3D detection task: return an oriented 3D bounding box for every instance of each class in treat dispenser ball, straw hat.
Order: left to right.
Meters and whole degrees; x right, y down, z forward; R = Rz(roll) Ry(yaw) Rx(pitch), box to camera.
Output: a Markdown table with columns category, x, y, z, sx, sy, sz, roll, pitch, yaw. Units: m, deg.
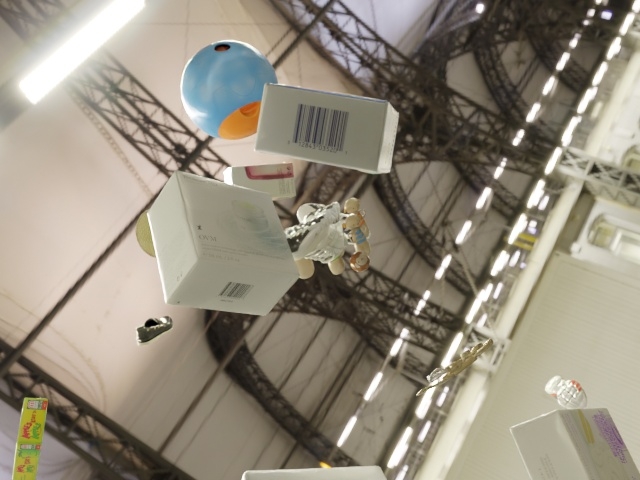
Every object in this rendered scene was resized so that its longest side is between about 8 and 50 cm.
| category | x | y | z | sx | sy | sz | roll | pitch | yaw |
| --- | --- | --- | --- | --- | --- | --- | --- | --- | --- |
| straw hat | -0.399 | -0.025 | 1.713 | 0.144 | 0.061 | 0.145 | 9 | -103 | -42 |
| treat dispenser ball | -0.267 | -0.443 | 1.956 | 0.288 | 0.288 | 0.288 | -46 | -32 | -39 |

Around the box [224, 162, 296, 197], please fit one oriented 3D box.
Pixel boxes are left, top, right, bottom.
| category | x | y | z | sx | sy | sz | roll | pitch | yaw |
| --- | --- | --- | --- | --- | --- | --- | --- | --- | --- |
| box | -0.223 | -0.209 | 2.421 | 0.232 | 0.148 | 0.127 | -6 | -89 | -19 |

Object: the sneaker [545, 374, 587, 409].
| category | x | y | z | sx | sy | sz | roll | pitch | yaw |
| --- | --- | --- | --- | --- | --- | --- | --- | --- | --- |
| sneaker | 0.550 | 0.342 | 1.440 | 0.061 | 0.065 | 0.158 | -46 | 5 | 4 |

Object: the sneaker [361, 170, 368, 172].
| category | x | y | z | sx | sy | sz | roll | pitch | yaw |
| --- | --- | --- | --- | --- | --- | --- | --- | --- | --- |
| sneaker | 0.059 | -0.261 | 1.721 | 0.108 | 0.302 | 0.121 | -53 | -26 | 11 |

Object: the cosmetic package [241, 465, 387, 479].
| category | x | y | z | sx | sy | sz | roll | pitch | yaw |
| --- | --- | --- | --- | --- | --- | --- | --- | --- | --- |
| cosmetic package | 0.010 | 0.706 | 1.303 | 0.327 | 0.394 | 0.330 | 5 | -68 | -22 |

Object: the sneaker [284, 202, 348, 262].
| category | x | y | z | sx | sy | sz | roll | pitch | yaw |
| --- | --- | --- | --- | --- | --- | --- | --- | --- | --- |
| sneaker | 0.000 | 0.000 | 1.481 | 0.118 | 0.110 | 0.292 | 67 | -158 | -8 |

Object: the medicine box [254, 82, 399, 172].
| category | x | y | z | sx | sy | sz | roll | pitch | yaw |
| --- | --- | --- | --- | --- | --- | --- | --- | --- | --- |
| medicine box | 0.025 | -0.243 | 1.473 | 0.289 | 0.263 | 0.149 | -28 | -51 | -77 |

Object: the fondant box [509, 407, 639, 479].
| category | x | y | z | sx | sy | sz | roll | pitch | yaw |
| --- | --- | --- | --- | --- | --- | --- | --- | --- | --- |
| fondant box | 0.478 | 0.423 | 1.163 | 0.096 | 0.238 | 0.330 | -32 | -28 | 26 |

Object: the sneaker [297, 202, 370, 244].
| category | x | y | z | sx | sy | sz | roll | pitch | yaw |
| --- | --- | --- | --- | --- | --- | --- | --- | --- | --- |
| sneaker | 0.053 | -0.053 | 2.045 | 0.094 | 0.235 | 0.153 | -64 | 20 | -12 |

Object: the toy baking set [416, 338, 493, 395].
| category | x | y | z | sx | sy | sz | roll | pitch | yaw |
| --- | --- | --- | --- | --- | --- | --- | --- | --- | --- |
| toy baking set | 0.384 | 0.358 | 1.899 | 0.256 | 0.030 | 0.196 | -41 | -26 | 11 |

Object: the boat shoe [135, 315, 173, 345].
| category | x | y | z | sx | sy | sz | roll | pitch | yaw |
| --- | --- | --- | --- | --- | --- | --- | --- | --- | --- |
| boat shoe | -0.378 | 0.198 | 1.519 | 0.133 | 0.048 | 0.042 | -38 | -58 | -69 |

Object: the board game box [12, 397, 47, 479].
| category | x | y | z | sx | sy | sz | roll | pitch | yaw |
| --- | --- | --- | --- | --- | --- | --- | --- | --- | --- |
| board game box | -0.562 | 0.392 | 1.277 | 0.092 | 0.043 | 0.181 | -102 | 29 | -42 |

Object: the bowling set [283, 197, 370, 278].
| category | x | y | z | sx | sy | sz | roll | pitch | yaw |
| --- | --- | --- | --- | --- | --- | --- | --- | --- | --- |
| bowling set | 0.061 | -0.010 | 1.786 | 0.287 | 0.199 | 0.154 | -35 | -63 | -27 |

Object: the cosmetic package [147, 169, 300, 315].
| category | x | y | z | sx | sy | sz | roll | pitch | yaw |
| --- | --- | --- | --- | --- | --- | --- | --- | --- | --- |
| cosmetic package | -0.190 | 0.007 | 1.280 | 0.224 | 0.225 | 0.138 | 12 | -49 | -39 |
